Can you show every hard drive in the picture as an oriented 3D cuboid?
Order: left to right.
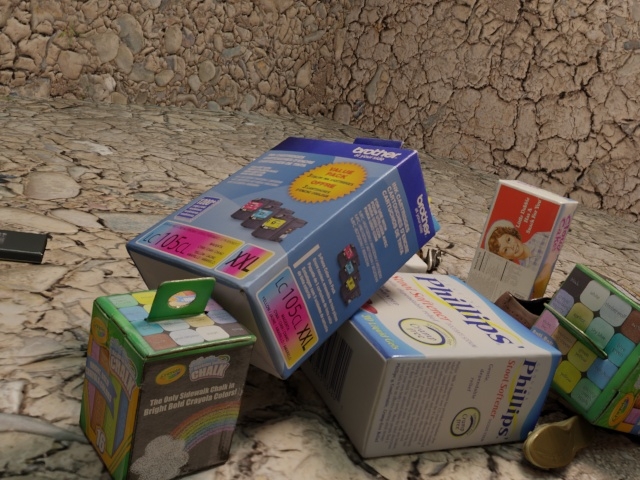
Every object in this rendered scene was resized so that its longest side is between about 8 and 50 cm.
[{"bbox_3d":[-0.547,0.006,1.110,0.135,0.022,0.094,7,19,-19],"label":"hard drive"}]

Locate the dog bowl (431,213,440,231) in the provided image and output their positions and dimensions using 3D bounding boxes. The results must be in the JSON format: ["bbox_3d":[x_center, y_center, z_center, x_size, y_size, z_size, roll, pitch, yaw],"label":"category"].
[{"bbox_3d":[0.153,-0.097,1.561,0.297,0.074,0.166,40,21,6],"label":"dog bowl"}]

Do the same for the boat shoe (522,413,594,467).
[{"bbox_3d":[0.322,0.279,0.893,0.153,0.048,0.056,-9,73,-43],"label":"boat shoe"}]

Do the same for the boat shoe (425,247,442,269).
[{"bbox_3d":[0.278,0.047,1.564,0.038,0.046,0.125,11,9,6],"label":"boat shoe"}]

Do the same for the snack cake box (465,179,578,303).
[{"bbox_3d":[0.436,0.014,1.415,0.152,0.264,0.089,29,22,38],"label":"snack cake box"}]

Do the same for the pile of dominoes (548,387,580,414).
[{"bbox_3d":[0.370,0.224,1.139,0.251,0.040,0.196,31,21,25],"label":"pile of dominoes"}]

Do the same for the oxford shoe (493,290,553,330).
[{"bbox_3d":[0.425,0.162,1.149,0.272,0.098,0.097,16,20,-17],"label":"oxford shoe"}]

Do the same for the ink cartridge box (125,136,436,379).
[{"bbox_3d":[-0.027,-0.019,0.915,0.270,0.151,0.395,14,41,43],"label":"ink cartridge box"}]

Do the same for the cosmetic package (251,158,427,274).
[{"bbox_3d":[0.000,0.000,1.223,0.217,0.156,0.385,9,24,-29],"label":"cosmetic package"}]

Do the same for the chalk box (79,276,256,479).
[{"bbox_3d":[-0.166,0.132,0.696,0.133,0.212,0.132,-2,24,-41],"label":"chalk box"}]

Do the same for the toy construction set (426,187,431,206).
[{"bbox_3d":[0.178,-0.129,1.884,0.328,0.151,0.215,31,23,17],"label":"toy construction set"}]

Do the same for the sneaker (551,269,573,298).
[{"bbox_3d":[0.562,0.157,1.376,0.136,0.115,0.314,33,31,22],"label":"sneaker"}]

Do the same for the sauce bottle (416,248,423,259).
[{"bbox_3d":[0.183,0.029,1.550,0.128,0.042,0.042,6,19,-16],"label":"sauce bottle"}]

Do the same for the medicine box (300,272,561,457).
[{"bbox_3d":[0.138,0.162,0.937,0.290,0.149,0.263,3,21,-27],"label":"medicine box"}]

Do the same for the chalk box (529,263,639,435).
[{"bbox_3d":[0.444,0.168,0.979,0.289,0.179,0.180,20,18,-31],"label":"chalk box"}]
